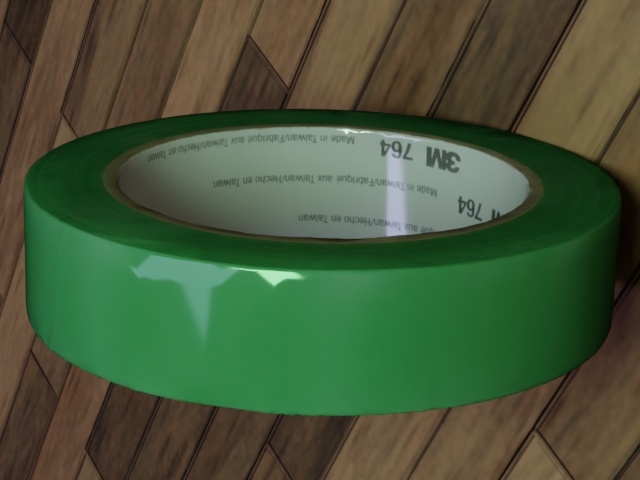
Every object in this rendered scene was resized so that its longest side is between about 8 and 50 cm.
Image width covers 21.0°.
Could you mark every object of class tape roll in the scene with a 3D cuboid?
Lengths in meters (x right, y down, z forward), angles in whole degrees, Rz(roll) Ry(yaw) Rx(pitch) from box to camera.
[{"bbox_3d":[0.000,0.000,0.943,0.321,0.321,0.077,25,119,49],"label":"tape roll"}]
